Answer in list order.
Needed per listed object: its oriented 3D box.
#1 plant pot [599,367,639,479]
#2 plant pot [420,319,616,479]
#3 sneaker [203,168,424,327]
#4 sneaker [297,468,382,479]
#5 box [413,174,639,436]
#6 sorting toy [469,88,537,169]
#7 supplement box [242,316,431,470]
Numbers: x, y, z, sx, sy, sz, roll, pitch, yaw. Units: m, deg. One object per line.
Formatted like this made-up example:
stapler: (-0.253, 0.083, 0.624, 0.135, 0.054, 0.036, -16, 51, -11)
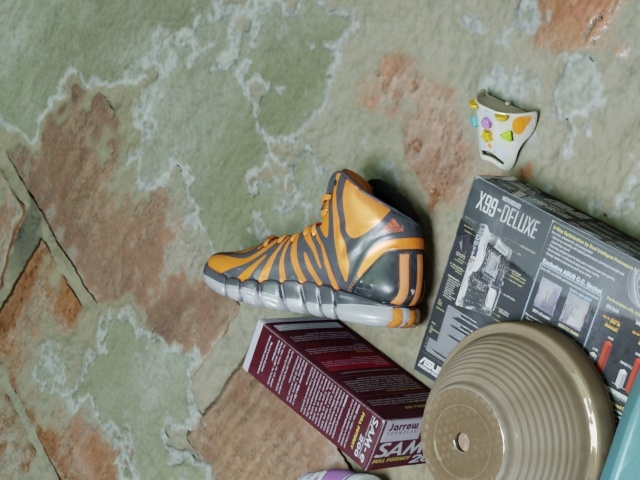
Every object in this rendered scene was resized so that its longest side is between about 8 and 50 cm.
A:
plant pot: (0.373, 0.174, 1.721, 0.166, 0.166, 0.234, 15, 93, 8)
plant pot: (0.184, 0.204, 1.874, 0.237, 0.110, 0.237, 3, 94, 46)
sneaker: (0.000, 0.000, 2.179, 0.321, 0.125, 0.180, 8, 92, 35)
sneaker: (0.006, 0.420, 2.182, 0.161, 0.102, 0.282, -3, 77, 49)
box: (0.258, 0.095, 1.929, 0.307, 0.076, 0.242, 30, 111, 41)
sorting toy: (0.199, -0.120, 2.022, 0.083, 0.045, 0.075, 29, 130, 42)
supplement box: (0.033, 0.177, 2.121, 0.239, 0.130, 0.073, 36, 115, 41)
